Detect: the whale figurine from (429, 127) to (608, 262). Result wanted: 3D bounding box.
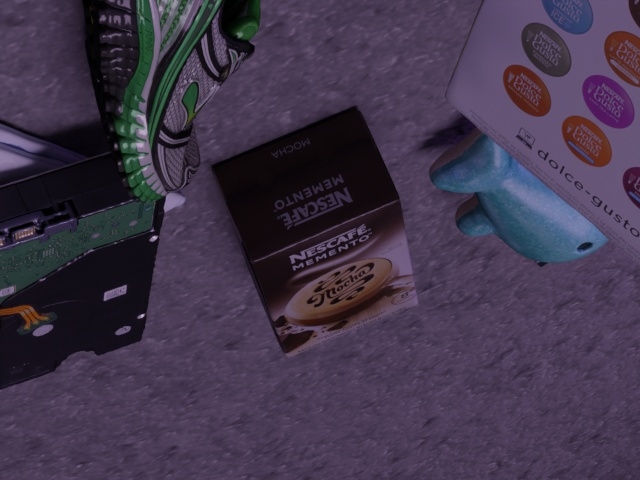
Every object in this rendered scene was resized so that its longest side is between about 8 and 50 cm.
[{"bbox_3d":[0.242,-0.055,2.072,0.216,0.141,0.272,-37,152,27],"label":"whale figurine"}]

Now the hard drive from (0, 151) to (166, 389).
[{"bbox_3d":[-0.279,0.042,1.800,0.237,0.064,0.339,-20,158,-18],"label":"hard drive"}]

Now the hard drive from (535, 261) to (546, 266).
[{"bbox_3d":[0.301,-0.041,2.213,0.135,0.094,0.022,-32,144,16],"label":"hard drive"}]

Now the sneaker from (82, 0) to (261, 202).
[{"bbox_3d":[-0.117,-0.144,1.542,0.146,0.134,0.343,-12,154,-10],"label":"sneaker"}]

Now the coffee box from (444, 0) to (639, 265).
[{"bbox_3d":[0.361,-0.196,1.517,0.338,0.338,0.334,-42,165,-29],"label":"coffee box"}]

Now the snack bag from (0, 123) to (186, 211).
[{"bbox_3d":[-0.341,0.012,1.796,0.323,0.037,0.342,-34,155,21],"label":"snack bag"}]

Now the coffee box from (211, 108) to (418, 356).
[{"bbox_3d":[0.000,0.000,1.986,0.168,0.119,0.297,-23,156,-2],"label":"coffee box"}]
